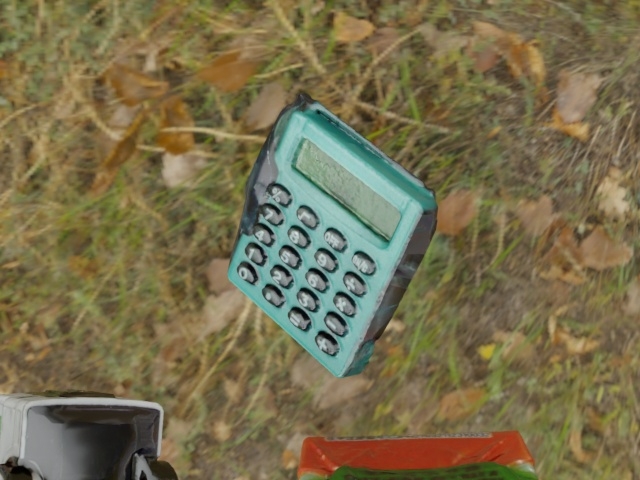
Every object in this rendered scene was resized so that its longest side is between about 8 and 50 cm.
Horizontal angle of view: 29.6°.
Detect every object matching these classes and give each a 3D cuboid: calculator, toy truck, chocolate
[{"bbox_3d":[0.000,0.000,1.440,0.248,0.058,0.274,40,118,31],"label":"calculator"},{"bbox_3d":[-0.150,0.203,0.666,0.125,0.101,0.243,-2,83,57],"label":"toy truck"},{"bbox_3d":[0.146,0.404,1.770,0.360,0.341,0.161,-2,100,2],"label":"chocolate"}]
